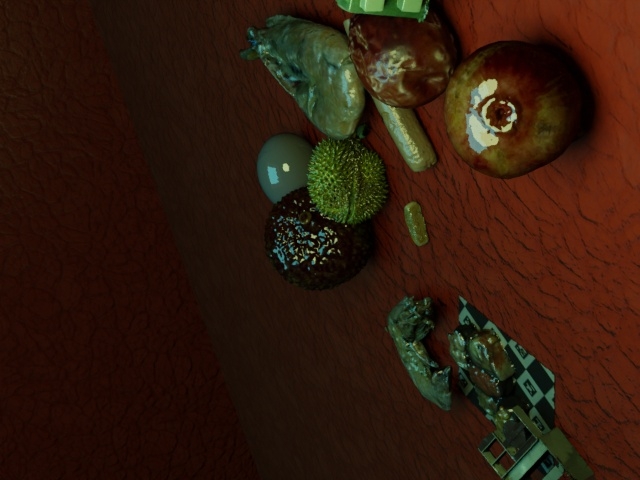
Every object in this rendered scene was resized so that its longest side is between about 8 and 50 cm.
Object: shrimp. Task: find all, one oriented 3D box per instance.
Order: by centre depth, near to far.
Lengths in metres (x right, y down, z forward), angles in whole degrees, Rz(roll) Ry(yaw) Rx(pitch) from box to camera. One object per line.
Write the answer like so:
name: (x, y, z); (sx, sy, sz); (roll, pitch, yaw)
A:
shrimp: (-0.032, -0.340, 2.046); (0.446, 0.110, 0.221); (41, 141, 51)
shrimp: (0.212, 0.224, 2.111); (0.360, 0.085, 0.247); (88, 157, -63)

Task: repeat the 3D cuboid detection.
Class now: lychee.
lychee: (0.000, 0.000, 2.204); (0.236, 0.236, 0.271); (57, -173, 21)

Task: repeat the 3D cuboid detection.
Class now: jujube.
jujube: (0.125, -0.317, 1.677); (0.236, 0.168, 0.168); (-119, 17, -48)

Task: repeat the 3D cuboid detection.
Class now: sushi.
sushi: (0.331, 0.293, 1.973); (0.294, 0.059, 0.292); (42, 150, 44)

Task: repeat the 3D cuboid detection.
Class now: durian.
durian: (0.043, -0.124, 2.056); (0.198, 0.159, 0.146); (64, 154, 4)

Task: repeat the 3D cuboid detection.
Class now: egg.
egg: (-0.065, -0.147, 2.306); (0.146, 0.146, 0.198); (33, 149, 55)

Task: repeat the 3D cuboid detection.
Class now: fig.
fig: (0.273, -0.183, 1.447); (0.205, 0.205, 0.205); (50, 154, 35)

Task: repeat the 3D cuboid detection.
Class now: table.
table: (0.391, 0.401, 1.887); (0.175, 0.062, 0.146); (53, 139, 24)

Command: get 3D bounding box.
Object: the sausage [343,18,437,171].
sausage: (0.125, -0.263, 1.848); (0.301, 0.066, 0.066); (66, 159, 1)

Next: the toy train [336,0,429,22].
toy train: (0.091, -0.460, 1.521); (0.188, 0.159, 0.271); (-124, 40, -53)

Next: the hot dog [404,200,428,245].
hot dog: (0.183, -0.034, 2.002); (0.034, 0.030, 0.090); (21, 131, 63)
